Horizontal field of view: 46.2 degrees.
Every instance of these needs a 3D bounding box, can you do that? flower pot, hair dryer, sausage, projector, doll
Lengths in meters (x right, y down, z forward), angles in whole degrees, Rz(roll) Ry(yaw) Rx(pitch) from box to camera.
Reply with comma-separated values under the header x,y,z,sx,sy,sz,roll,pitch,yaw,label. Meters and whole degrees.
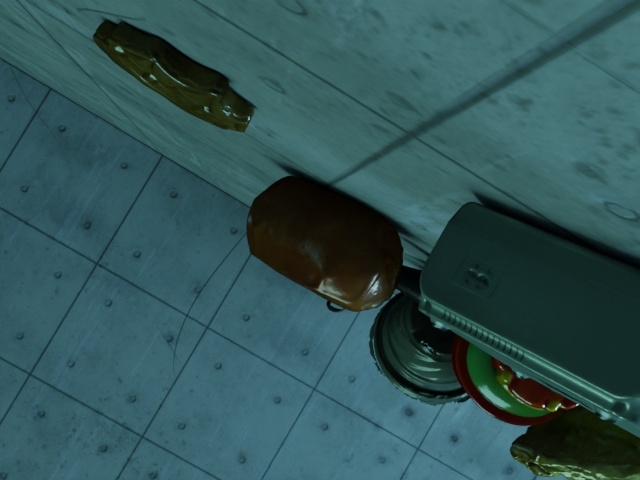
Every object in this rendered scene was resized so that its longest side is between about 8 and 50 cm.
x,y,z,sx,sy,sz,roll,pitch,yaw,label
0.210,0.163,1.333,0.235,0.235,0.141,30,156,13,flower pot
0.152,0.069,1.237,0.195,0.075,0.219,23,180,-21,hair dryer
-0.001,0.001,1.092,0.268,0.141,0.153,29,176,37,sausage
0.219,0.085,0.621,0.198,0.108,0.250,27,175,38,projector
0.280,0.179,1.088,0.182,0.160,0.363,27,177,4,doll

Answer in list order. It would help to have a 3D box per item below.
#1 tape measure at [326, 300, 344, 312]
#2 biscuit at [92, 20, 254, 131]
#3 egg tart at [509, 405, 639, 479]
x,y,z,sx,sy,sz,roll,pitch,yaw,label
0.041,0.049,1.291,0.107,0.180,0.104,30,-167,-14,tape measure
-0.152,-0.167,0.799,0.182,0.034,0.215,32,177,-33,biscuit
0.448,0.294,1.111,0.341,0.129,0.341,6,175,1,egg tart
